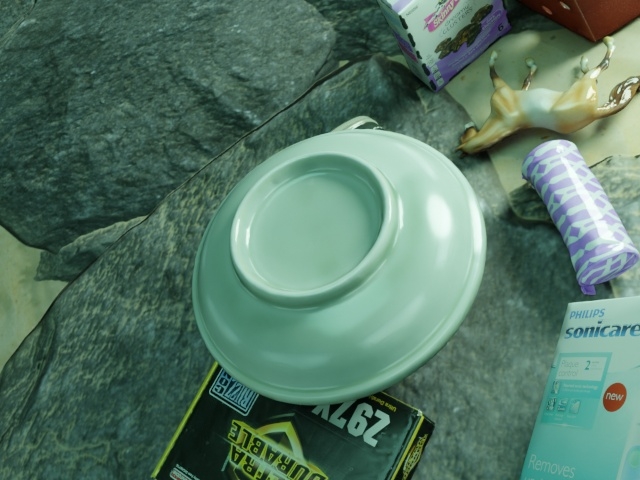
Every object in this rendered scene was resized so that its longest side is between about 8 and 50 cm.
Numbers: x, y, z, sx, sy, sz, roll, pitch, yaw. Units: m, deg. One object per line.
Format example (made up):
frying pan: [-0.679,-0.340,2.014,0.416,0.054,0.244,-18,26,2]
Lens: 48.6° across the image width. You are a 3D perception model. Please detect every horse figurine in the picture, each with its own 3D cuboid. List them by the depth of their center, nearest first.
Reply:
horse figurine: [0.333,-0.209,1.034,0.263,0.066,0.174,3,61,30]

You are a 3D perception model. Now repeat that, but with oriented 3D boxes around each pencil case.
pencil case: [0.335,-0.038,0.937,0.088,0.086,0.206,-50,44,40]

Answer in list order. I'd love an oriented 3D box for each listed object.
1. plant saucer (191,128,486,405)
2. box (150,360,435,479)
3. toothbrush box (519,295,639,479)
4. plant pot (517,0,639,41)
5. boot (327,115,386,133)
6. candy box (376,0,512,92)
plant saucer: [0.000,0.000,0.893,0.400,0.100,0.400,-11,57,17]
box: [-0.042,0.287,0.964,0.322,0.079,0.257,22,75,33]
toothbrush box: [0.332,0.212,0.723,0.295,0.126,0.216,-67,15,-15]
plant pot: [0.390,-0.455,1.027,0.236,0.267,0.267,-52,54,10]
boot: [0.057,0.009,1.004,0.284,0.138,0.377,27,68,33]
candy box: [0.193,-0.353,1.094,0.165,0.196,0.070,-40,55,4]
